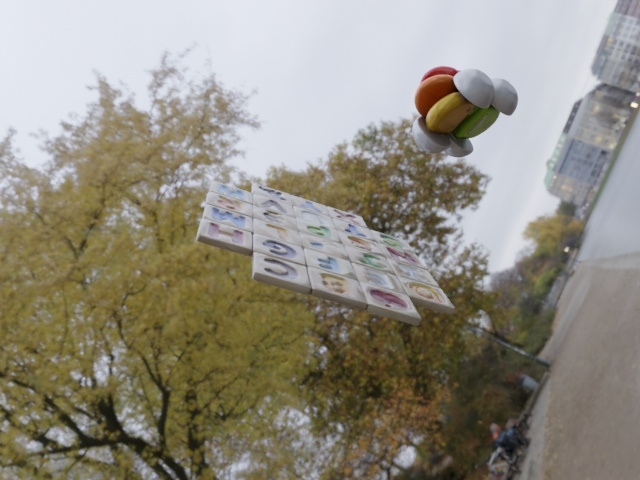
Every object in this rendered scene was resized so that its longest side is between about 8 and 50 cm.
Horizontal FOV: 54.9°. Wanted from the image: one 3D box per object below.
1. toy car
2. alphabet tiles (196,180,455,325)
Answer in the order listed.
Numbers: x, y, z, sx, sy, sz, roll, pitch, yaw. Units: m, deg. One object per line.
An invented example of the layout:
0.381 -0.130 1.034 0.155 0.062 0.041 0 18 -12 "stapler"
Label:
0.236 -0.239 1.075 0.182 0.136 0.159 0 -37 -44 "toy car"
0.000 0.000 0.737 0.342 0.285 0.011 -108 37 -70 "alphabet tiles"
